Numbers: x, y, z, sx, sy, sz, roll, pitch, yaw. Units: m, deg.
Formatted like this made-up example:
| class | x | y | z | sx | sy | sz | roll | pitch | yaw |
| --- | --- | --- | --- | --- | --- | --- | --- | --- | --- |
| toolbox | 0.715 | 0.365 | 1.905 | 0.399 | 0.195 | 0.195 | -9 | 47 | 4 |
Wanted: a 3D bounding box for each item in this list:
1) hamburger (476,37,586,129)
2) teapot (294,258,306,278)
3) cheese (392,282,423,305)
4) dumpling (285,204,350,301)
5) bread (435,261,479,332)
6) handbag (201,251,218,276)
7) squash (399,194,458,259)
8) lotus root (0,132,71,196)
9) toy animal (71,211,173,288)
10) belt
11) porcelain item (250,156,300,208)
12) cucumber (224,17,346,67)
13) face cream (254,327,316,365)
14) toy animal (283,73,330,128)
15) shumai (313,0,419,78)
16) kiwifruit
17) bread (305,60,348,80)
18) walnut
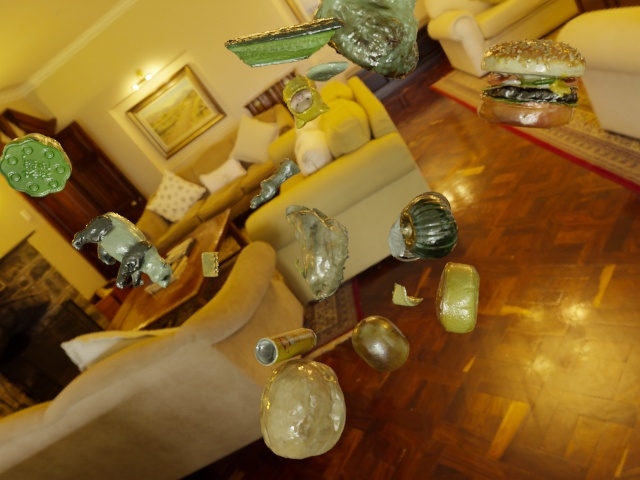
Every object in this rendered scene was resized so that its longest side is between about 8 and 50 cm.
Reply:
| class | x | y | z | sx | sy | sz | roll | pitch | yaw |
| --- | --- | --- | --- | --- | --- | --- | --- | --- | --- |
| hamburger | 0.574 | -0.432 | 1.301 | 0.291 | 0.224 | 0.291 | 3 | 22 | -1 |
| teapot | -0.035 | 0.114 | 2.068 | 0.166 | 0.130 | 0.119 | 4 | 46 | 15 |
| cheese | 0.204 | 0.138 | 1.161 | 0.060 | 0.084 | 0.041 | 7 | 62 | 47 |
| dumpling | -0.004 | 0.000 | 1.394 | 0.166 | 0.086 | 0.332 | -29 | 63 | 13 |
| bread | 0.497 | 0.206 | 1.725 | 0.148 | 0.269 | 0.269 | 4 | 38 | 21 |
| handbag | -0.372 | 0.080 | 1.609 | 0.061 | 0.083 | 0.027 | -2 | 2 | 34 |
| squash | 0.344 | -0.042 | 1.523 | 0.173 | 0.218 | 0.218 | -26 | 23 | 7 |
| lotus root | -0.829 | -0.247 | 1.396 | 0.186 | 0.186 | 0.186 | -31 | 22 | 14 |
| toy animal | -0.442 | 0.032 | 1.093 | 0.121 | 0.225 | 0.094 | -50 | -4 | 1 |
| belt | 0.436 | -0.053 | 2.074 | 0.338 | 0.217 | 0.122 | -56 | -17 | 4 |
| porcelain item | -0.168 | -0.191 | 1.642 | 0.215 | 0.069 | 0.081 | -47 | 34 | -9 |
| cucumber | -0.062 | -0.366 | 0.880 | 0.220 | 0.070 | 0.046 | -9 | 63 | 2 |
| face cream | -0.115 | 0.406 | 1.857 | 0.105 | 0.104 | 0.349 | -27 | -14 | 24 |
| toy animal | -0.069 | -0.554 | 1.856 | 0.156 | 0.156 | 0.229 | -31 | 57 | 16 |
| shumai | 0.188 | -0.734 | 1.465 | 0.395 | 0.395 | 0.348 | -76 | 12 | -58 |
| kiwifruit | 0.230 | 0.398 | 1.851 | 0.196 | 0.234 | 0.196 | -34 | 17 | 12 |
| bread | 0.008 | -0.597 | 1.689 | 0.112 | 0.036 | 0.193 | -8 | 4 | -27 |
| walnut | -0.069 | 0.637 | 1.803 | 0.381 | 0.381 | 0.381 | -31 | 22 | 14 |
